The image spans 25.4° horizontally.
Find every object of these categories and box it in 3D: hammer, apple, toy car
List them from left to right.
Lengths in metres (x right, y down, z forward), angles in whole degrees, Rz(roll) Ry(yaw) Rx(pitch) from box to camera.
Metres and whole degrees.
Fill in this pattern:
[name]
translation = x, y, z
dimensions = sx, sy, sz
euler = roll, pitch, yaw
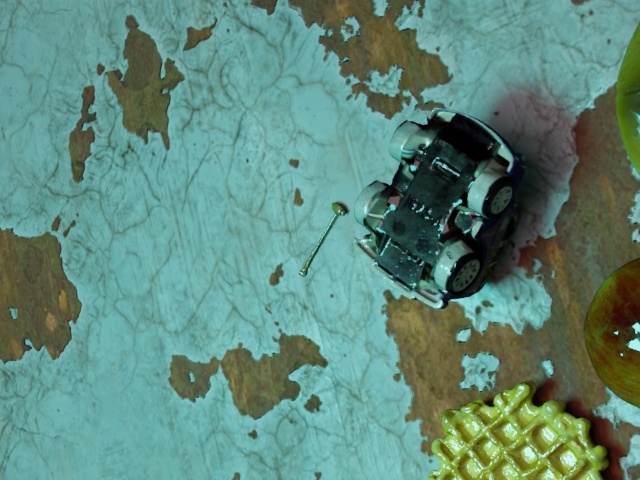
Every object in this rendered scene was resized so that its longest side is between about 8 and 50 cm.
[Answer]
[hammer]
translation = 0.000, 0.000, 2.010
dimensions = 0.029, 0.014, 0.123
euler = 47, 117, 37
[toy car]
translation = 0.168, -0.043, 1.796
dimensions = 0.172, 0.158, 0.235
euler = 37, 109, 30
[apple]
translation = 0.395, 0.103, 1.642
dimensions = 0.195, 0.160, 0.173
euler = -50, 40, 18

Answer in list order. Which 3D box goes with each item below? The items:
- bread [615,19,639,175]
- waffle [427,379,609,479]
[bread]
translation = 0.456, -0.167, 1.532
dimensions = 0.341, 0.210, 0.300
euler = 1, 84, 51
[waffle]
translation = 0.242, 0.279, 1.798
dimensions = 0.219, 0.057, 0.229
euler = 50, 116, 26
